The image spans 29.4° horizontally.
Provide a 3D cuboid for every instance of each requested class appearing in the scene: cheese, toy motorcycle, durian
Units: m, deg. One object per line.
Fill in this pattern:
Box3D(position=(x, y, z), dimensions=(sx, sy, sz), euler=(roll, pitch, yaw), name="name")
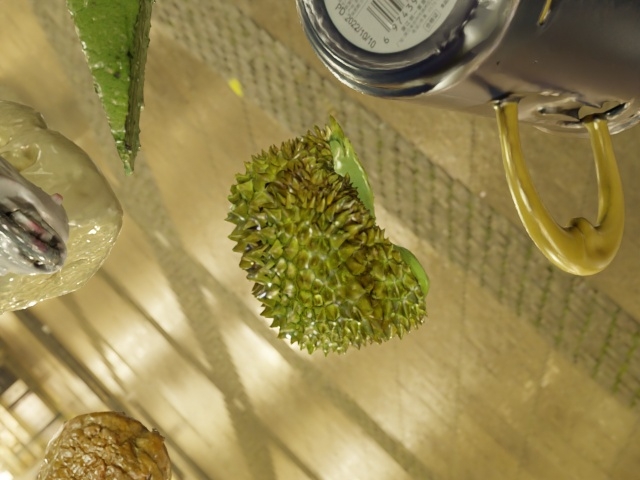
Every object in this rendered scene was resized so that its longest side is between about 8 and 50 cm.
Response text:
Box3D(position=(-0.347, -0.051, 1.423), dimensions=(0.248, 0.173, 0.251), euler=(-16, 97, 64), name="cheese")
Box3D(position=(-0.332, -0.046, 1.157), dimensions=(0.260, 0.110, 0.171), euler=(35, 175, 15), name="toy motorcycle")
Box3D(position=(0.000, 0.004, 1.244), dimensions=(0.200, 0.176, 0.237), euler=(127, 126, -74), name="durian")

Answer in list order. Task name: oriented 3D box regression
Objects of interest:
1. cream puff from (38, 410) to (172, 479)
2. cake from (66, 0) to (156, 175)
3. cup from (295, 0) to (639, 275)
Box3D(position=(-0.242, 0.270, 1.347), dimensions=(0.115, 0.150, 0.165), euler=(-81, -18, -58), name="cream puff")
Box3D(position=(-0.236, -0.185, 1.312), dimensions=(0.099, 0.235, 0.100), euler=(1, 157, 0), name="cake")
Box3D(position=(0.138, -0.129, 0.763), dimensions=(0.256, 0.178, 0.255), euler=(-2, -130, -52), name="cup")
